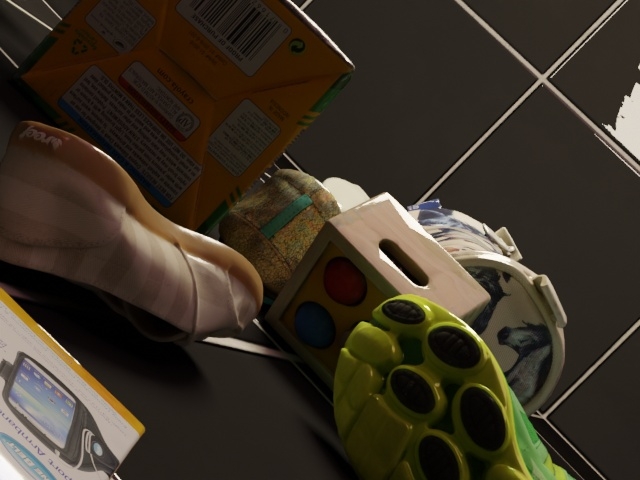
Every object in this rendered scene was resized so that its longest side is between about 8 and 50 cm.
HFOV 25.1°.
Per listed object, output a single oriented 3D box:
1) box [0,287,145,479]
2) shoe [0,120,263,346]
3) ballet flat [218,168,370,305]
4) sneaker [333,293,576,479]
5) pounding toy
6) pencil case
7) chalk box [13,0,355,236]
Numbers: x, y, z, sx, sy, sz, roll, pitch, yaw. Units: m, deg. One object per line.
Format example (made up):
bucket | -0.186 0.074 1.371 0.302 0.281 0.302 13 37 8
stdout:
box | -0.096 0.048 0.406 0.081 0.028 0.136 45 6 -2
shoe | -0.091 0.013 0.672 0.076 0.058 0.219 13 -15 24
ballet flat | 0.000 0.000 1.229 0.123 0.123 0.348 45 4 9
sneaker | 0.108 0.164 0.852 0.295 0.109 0.123 53 -2 21
pounding toy | 0.044 0.057 0.998 0.141 0.130 0.100 46 41 16
pencil case | 0.122 0.060 1.348 0.160 0.183 0.410 51 4 -6
chalk box | -0.098 -0.130 1.137 0.180 0.179 0.289 44 3 -5
